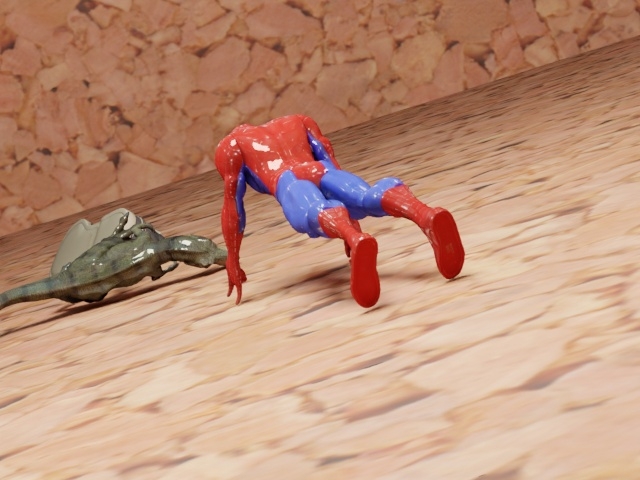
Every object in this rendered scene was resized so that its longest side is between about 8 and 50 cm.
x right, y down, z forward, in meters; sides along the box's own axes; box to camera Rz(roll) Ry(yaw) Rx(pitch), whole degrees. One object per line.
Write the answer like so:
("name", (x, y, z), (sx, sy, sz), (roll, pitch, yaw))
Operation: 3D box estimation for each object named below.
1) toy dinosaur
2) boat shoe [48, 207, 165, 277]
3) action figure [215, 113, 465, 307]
("toy dinosaur", (-0.207, 0.030, 1.552), (0.268, 0.064, 0.118), (-20, 13, 3))
("boat shoe", (-0.224, 0.017, 1.801), (0.065, 0.075, 0.206), (27, -22, -24))
("action figure", (0.000, 0.000, 1.178), (0.091, 0.139, 0.280), (-16, 28, -19))
